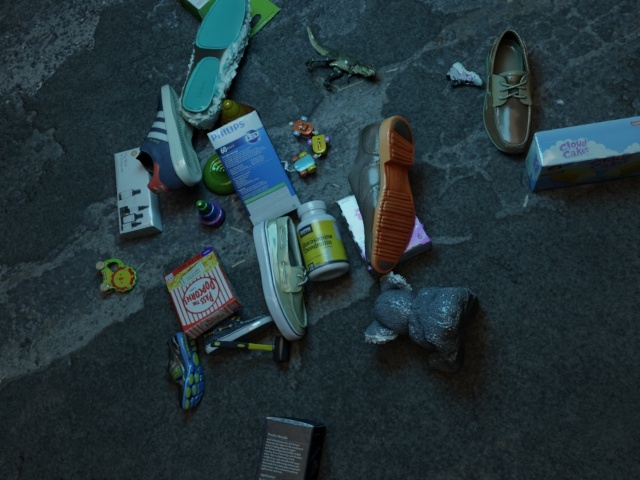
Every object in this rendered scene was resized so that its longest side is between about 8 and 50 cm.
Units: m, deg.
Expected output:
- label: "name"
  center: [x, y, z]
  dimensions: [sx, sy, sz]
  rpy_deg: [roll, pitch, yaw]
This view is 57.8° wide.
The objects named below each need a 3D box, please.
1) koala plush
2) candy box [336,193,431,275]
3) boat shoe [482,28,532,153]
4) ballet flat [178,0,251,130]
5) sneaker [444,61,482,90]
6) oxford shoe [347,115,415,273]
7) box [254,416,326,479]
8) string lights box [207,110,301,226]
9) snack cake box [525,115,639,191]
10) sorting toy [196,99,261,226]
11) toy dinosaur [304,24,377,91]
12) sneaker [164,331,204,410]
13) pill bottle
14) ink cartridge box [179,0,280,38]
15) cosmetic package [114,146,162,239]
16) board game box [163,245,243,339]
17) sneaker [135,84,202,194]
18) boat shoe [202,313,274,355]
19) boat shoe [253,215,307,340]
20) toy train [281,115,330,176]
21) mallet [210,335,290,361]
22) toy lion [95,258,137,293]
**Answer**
- label: "koala plush"
  center: [0.216, 0.166, 1.296]
  dimensions: [0.221, 0.203, 0.196]
  rpy_deg: [13, 75, 26]
- label: "candy box"
  center: [0.153, -0.038, 1.418]
  dimensions: [0.165, 0.070, 0.196]
  rpy_deg: [-26, 70, 2]
- label: "boat shoe"
  center: [0.463, -0.373, 1.436]
  dimensions: [0.123, 0.116, 0.324]
  rpy_deg: [-5, 73, 9]
- label: "ballet flat"
  center: [-0.287, -0.487, 1.605]
  dimensions: [0.147, 0.147, 0.408]
  rpy_deg: [13, 74, 14]
- label: "sneaker"
  center: [0.367, -0.414, 1.512]
  dimensions: [0.069, 0.038, 0.098]
  rpy_deg: [-45, 62, -3]
- label: "oxford shoe"
  center: [0.136, -0.103, 1.361]
  dimensions: [0.133, 0.130, 0.363]
  rpy_deg: [-2, 77, 44]
- label: "box"
  center: [-0.067, 0.493, 1.257]
  dimensions: [0.108, 0.153, 0.207]
  rpy_deg: [6, 74, 13]
- label: "string lights box"
  center: [-0.162, -0.178, 1.453]
  dimensions: [0.133, 0.077, 0.259]
  rpy_deg: [-25, 102, 2]
- label: "snack cake box"
  center: [0.623, -0.198, 1.335]
  dimensions: [0.265, 0.152, 0.089]
  rpy_deg: [-8, 72, 8]
- label: "sorting toy"
  center: [-0.260, -0.222, 1.524]
  dimensions: [0.127, 0.126, 0.365]
  rpy_deg: [10, 75, 13]
- label: "toy dinosaur"
  center: [0.029, -0.485, 1.586]
  dimensions: [0.268, 0.064, 0.118]
  rpy_deg: [38, 77, 21]
- label: "sneaker"
  center: [-0.335, 0.319, 1.414]
  dimensions: [0.078, 0.067, 0.188]
  rpy_deg: [-22, 71, 26]
- label: "pill bottle"
  center: [0.000, 0.000, 1.419]
  dimensions: [0.103, 0.103, 0.184]
  rpy_deg: [-18, 71, 5]
- label: "ink cartridge box"
  center: [-0.273, -0.706, 1.687]
  dimensions: [0.189, 0.097, 0.255]
  rpy_deg: [-45, 70, -5]
- label: "cosmetic package"
  center: [-0.495, -0.131, 1.574]
  dimensions: [0.099, 0.060, 0.238]
  rpy_deg: [-13, 72, 6]
- label: "board game box"
  center: [-0.292, 0.126, 1.436]
  dimensions: [0.147, 0.045, 0.193]
  rpy_deg: [-34, 51, -1]
- label: "sneaker"
  center: [-0.422, -0.270, 1.548]
  dimensions: [0.148, 0.131, 0.350]
  rpy_deg: [-24, 54, 11]
- label: "boat shoe"
  center: [-0.209, 0.204, 1.416]
  dimensions: [0.183, 0.065, 0.083]
  rpy_deg: [-26, 70, 3]
- label: "boat shoe"
  center: [-0.082, 0.086, 1.385]
  dimensions: [0.094, 0.109, 0.302]
  rpy_deg: [-20, 80, 21]
- label: "toy train"
  center: [-0.043, -0.240, 1.532]
  dimensions: [0.125, 0.046, 0.166]
  rpy_deg: [18, 75, 17]
- label: "mallet"
  center: [-0.162, 0.242, 1.375]
  dimensions: [0.190, 0.039, 0.062]
  rpy_deg: [14, 75, -12]
- label: "toy lion"
  center: [-0.534, 0.093, 1.532]
  dimensions: [0.096, 0.034, 0.100]
  rpy_deg: [-19, 70, -3]
